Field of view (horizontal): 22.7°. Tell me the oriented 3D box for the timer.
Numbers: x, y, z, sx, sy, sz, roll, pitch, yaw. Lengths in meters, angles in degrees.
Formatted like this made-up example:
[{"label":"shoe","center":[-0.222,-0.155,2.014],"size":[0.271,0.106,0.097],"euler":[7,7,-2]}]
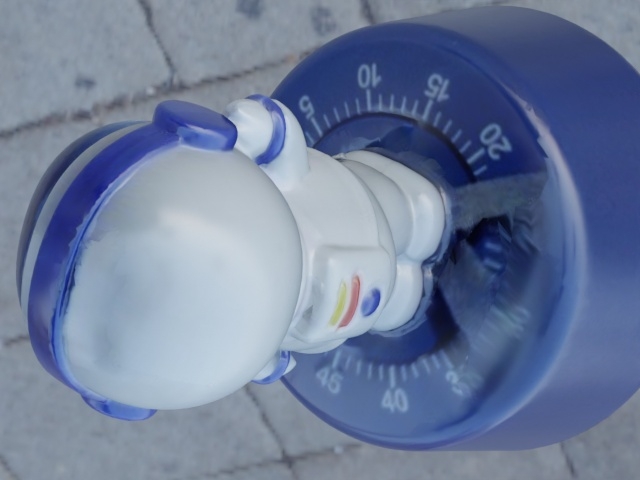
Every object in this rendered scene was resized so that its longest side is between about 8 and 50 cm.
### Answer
[{"label":"timer","center":[0.000,0.000,0.841],"size":[0.270,0.270,0.383],"euler":[-40,159,32]}]
